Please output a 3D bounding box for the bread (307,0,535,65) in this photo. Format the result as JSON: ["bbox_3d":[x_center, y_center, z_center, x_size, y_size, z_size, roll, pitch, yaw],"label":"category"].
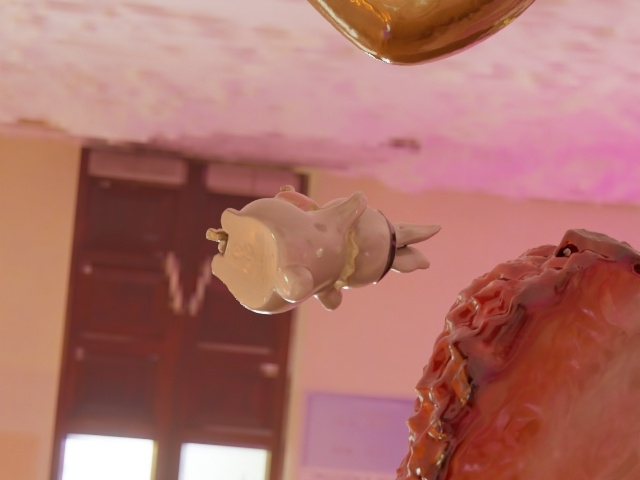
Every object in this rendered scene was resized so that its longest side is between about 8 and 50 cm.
[{"bbox_3d":[0.027,-0.190,0.887,0.147,0.217,0.098,-37,166,-3],"label":"bread"}]

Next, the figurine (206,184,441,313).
[{"bbox_3d":[0.002,-0.009,1.144,0.146,0.098,0.081,-17,149,-45],"label":"figurine"}]

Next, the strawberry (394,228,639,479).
[{"bbox_3d":[0.148,0.153,1.253,0.265,0.336,0.149,47,165,-25],"label":"strawberry"}]
